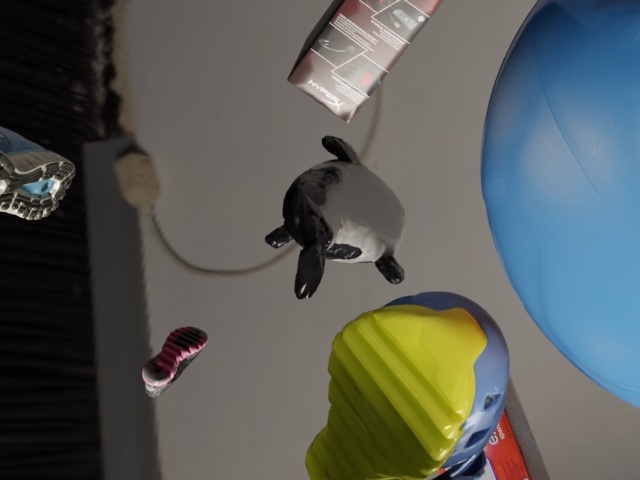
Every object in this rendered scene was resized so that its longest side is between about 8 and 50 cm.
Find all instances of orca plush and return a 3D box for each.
[{"bbox_3d":[0.000,0.000,1.102,0.102,0.287,0.151,-28,102,18],"label":"orca plush"}]

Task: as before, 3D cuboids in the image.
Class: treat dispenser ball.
[{"bbox_3d":[0.229,-0.040,0.634,0.288,0.288,0.288,-7,78,35],"label":"treat dispenser ball"}]

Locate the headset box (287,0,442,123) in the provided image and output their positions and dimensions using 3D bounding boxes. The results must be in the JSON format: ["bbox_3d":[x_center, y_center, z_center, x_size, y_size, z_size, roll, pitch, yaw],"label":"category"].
[{"bbox_3d":[0.090,-0.332,1.642,0.110,0.218,0.293,34,114,-9],"label":"headset box"}]

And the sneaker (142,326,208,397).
[{"bbox_3d":[-0.191,0.160,1.562,0.047,0.119,0.057,30,136,18],"label":"sneaker"}]

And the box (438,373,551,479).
[{"bbox_3d":[0.237,0.295,1.744,0.128,0.122,0.257,-26,68,17],"label":"box"}]

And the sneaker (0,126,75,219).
[{"bbox_3d":[-0.244,-0.052,0.827,0.073,0.162,0.063,35,100,21],"label":"sneaker"}]

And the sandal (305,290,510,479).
[{"bbox_3d":[0.079,0.125,0.891,0.126,0.138,0.317,61,157,21],"label":"sandal"}]
